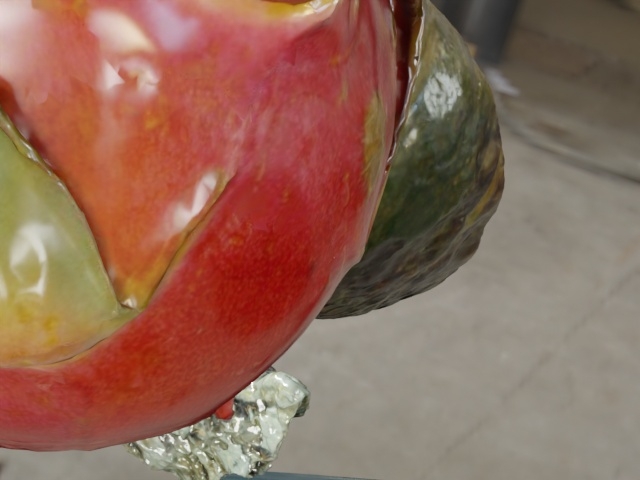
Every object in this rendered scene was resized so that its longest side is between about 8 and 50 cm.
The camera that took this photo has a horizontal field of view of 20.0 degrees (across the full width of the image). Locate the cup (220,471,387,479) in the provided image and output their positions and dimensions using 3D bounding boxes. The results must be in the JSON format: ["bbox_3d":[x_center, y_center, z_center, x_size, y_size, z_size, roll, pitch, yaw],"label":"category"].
[{"bbox_3d":[0.048,0.309,1.608,0.292,0.242,0.308,2,33,22],"label":"cup"}]

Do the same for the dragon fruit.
[{"bbox_3d":[-0.078,-0.059,0.500,0.224,0.227,0.224,9,24,-4],"label":"dragon fruit"}]

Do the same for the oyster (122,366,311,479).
[{"bbox_3d":[-0.119,0.119,1.412,0.199,0.087,0.252,-21,29,-5],"label":"oyster"}]

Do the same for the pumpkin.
[{"bbox_3d":[0.002,0.004,0.958,0.111,0.278,0.163,46,62,6],"label":"pumpkin"}]
